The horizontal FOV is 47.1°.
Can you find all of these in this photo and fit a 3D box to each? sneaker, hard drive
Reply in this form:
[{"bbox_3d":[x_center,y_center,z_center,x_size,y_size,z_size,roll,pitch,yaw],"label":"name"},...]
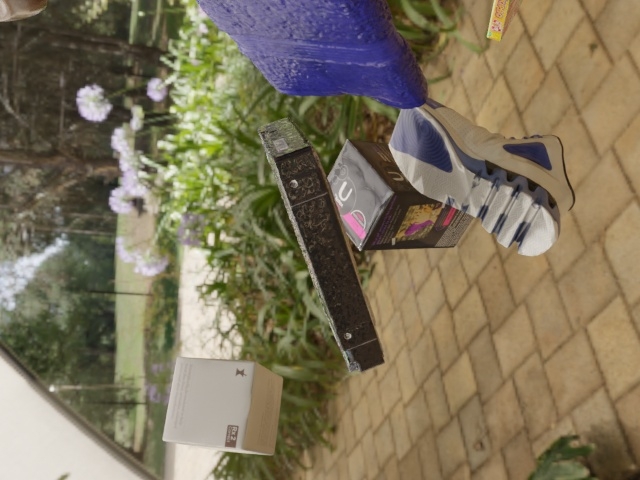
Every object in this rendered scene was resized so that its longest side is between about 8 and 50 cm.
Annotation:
[{"bbox_3d":[0.273,-0.119,1.163,0.315,0.182,0.127,41,138,19],"label":"sneaker"},{"bbox_3d":[0.000,0.000,1.086,0.237,0.064,0.338,-117,8,-70],"label":"hard drive"}]

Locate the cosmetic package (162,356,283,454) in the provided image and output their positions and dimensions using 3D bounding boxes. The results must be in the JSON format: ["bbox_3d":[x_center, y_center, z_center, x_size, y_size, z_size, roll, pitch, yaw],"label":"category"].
[{"bbox_3d":[-0.170,0.303,1.334,0.183,0.152,0.151,57,-143,-66],"label":"cosmetic package"}]

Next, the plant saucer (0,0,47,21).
[{"bbox_3d":[-0.402,-0.298,0.804,0.198,0.199,0.036,145,147,-71],"label":"plant saucer"}]

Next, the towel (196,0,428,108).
[{"bbox_3d":[-0.017,-0.256,0.819,0.308,0.228,0.076,39,-114,-60],"label":"towel"}]

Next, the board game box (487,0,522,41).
[{"bbox_3d":[0.386,-0.512,1.390,0.259,0.039,0.124,-62,-15,-22],"label":"board game box"}]

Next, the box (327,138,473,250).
[{"bbox_3d":[0.160,-0.085,1.416,0.165,0.271,0.143,53,128,36],"label":"box"}]
